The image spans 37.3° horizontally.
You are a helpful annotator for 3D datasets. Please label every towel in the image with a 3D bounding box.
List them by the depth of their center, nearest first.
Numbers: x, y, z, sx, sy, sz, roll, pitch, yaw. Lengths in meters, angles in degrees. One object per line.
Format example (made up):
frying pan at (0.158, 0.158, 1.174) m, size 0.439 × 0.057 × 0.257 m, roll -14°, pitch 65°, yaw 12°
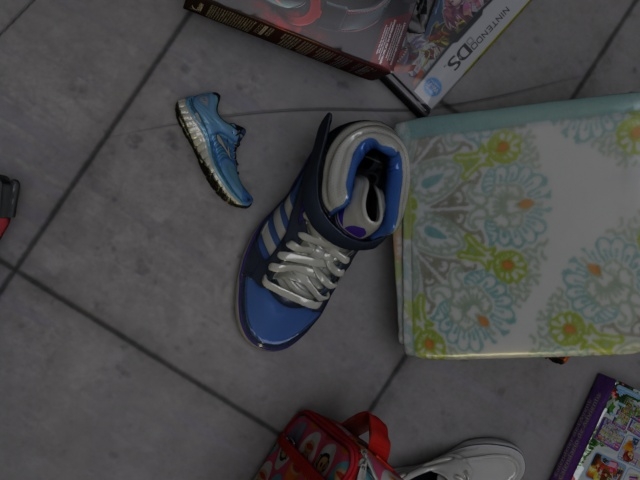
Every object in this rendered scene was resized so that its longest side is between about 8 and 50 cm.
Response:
towel at (0.266, -0.013, 1.200) m, size 0.374 × 0.090 × 0.321 m, roll -4°, pitch 88°, yaw 22°

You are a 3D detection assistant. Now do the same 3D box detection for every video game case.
video game case at (0.124, -0.346, 1.265) m, size 0.275 × 0.035 × 0.248 m, roll 43°, pitch 85°, yaw -11°

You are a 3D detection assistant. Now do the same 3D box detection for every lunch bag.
lunch bag at (-0.001, 0.324, 1.153) m, size 0.120 × 0.293 × 0.258 m, roll 35°, pitch 82°, yaw -13°

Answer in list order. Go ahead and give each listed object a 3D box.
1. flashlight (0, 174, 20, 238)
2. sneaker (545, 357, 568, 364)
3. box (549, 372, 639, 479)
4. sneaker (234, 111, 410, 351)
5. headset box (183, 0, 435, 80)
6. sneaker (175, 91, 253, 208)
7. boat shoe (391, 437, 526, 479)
flashlight at (-0.442, 0.066, 1.149) m, size 0.103 × 0.103 × 0.304 m, roll 7°, pitch 98°, yaw -46°
sneaker at (0.296, 0.063, 1.314) m, size 0.087 × 0.083 × 0.221 m, roll -39°, pitch 107°, yaw -18°
box at (0.492, 0.343, 1.374) m, size 0.293 × 0.057 × 0.201 m, roll 26°, pitch 88°, yaw -12°
sneaker at (0.001, 0.000, 1.159) m, size 0.130 × 0.236 × 0.323 m, roll 27°, pitch 88°, yaw -12°
headset box at (0.006, -0.341, 1.166) m, size 0.293 × 0.110 × 0.218 m, roll 20°, pitch 90°, yaw -13°
sneaker at (-0.122, -0.117, 1.216) m, size 0.073 × 0.063 × 0.162 m, roll -27°, pitch 99°, yaw -12°
boat shoe at (0.169, 0.341, 1.293) m, size 0.258 × 0.084 × 0.095 m, roll -16°, pitch 96°, yaw -10°
